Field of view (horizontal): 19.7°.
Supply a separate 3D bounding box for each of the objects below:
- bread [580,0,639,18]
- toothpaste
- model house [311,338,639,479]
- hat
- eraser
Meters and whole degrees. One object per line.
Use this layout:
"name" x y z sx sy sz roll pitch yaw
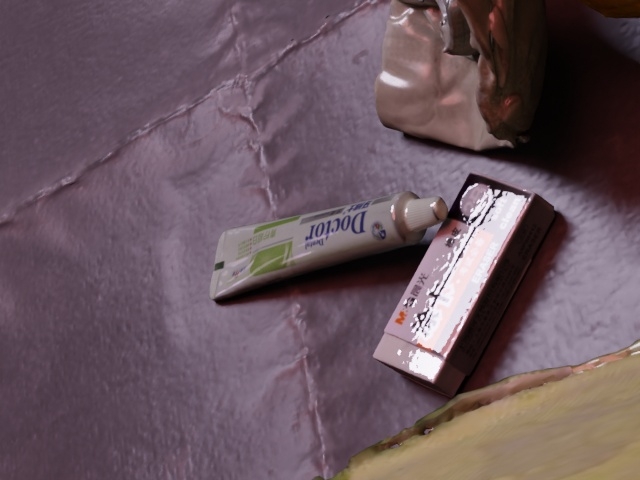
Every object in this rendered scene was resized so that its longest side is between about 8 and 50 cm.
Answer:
"bread" 0.261 -0.272 0.964 0.337 0.148 0.328 -16 63 36
"toothpaste" 0.000 0.000 1.089 0.197 0.029 0.048 -14 58 45
"model house" 0.151 0.191 0.758 0.321 0.261 0.266 -18 93 43
"hat" 0.083 -0.177 1.035 0.149 0.214 0.245 16 69 23
"eraser" 0.079 0.023 1.023 0.052 0.029 0.122 22 82 45
